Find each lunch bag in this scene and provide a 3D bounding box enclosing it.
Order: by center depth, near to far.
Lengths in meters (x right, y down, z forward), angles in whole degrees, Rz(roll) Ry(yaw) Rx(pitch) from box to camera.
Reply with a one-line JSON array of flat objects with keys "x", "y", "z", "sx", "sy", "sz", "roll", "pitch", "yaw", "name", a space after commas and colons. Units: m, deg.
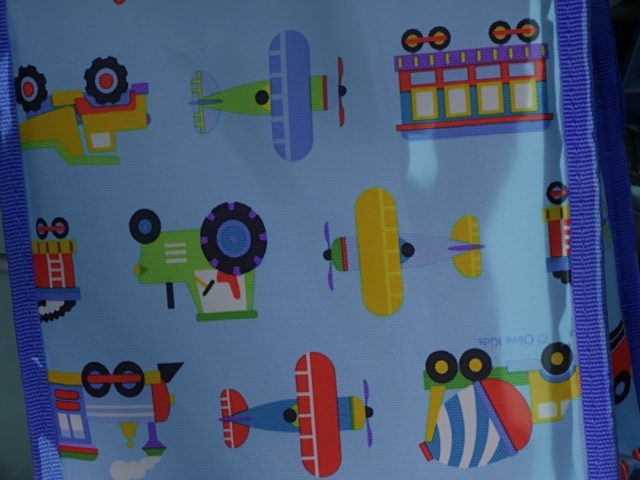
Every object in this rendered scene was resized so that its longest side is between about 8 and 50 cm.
[{"x": 0.000, "y": 0.000, "z": 0.708, "sx": 0.221, "sy": 0.138, "sz": 0.293, "roll": -3, "pitch": 110, "yaw": 15, "name": "lunch bag"}]

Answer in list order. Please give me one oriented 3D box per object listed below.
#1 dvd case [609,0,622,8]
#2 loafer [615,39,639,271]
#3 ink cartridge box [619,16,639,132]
[{"x": 0.141, "y": -0.160, "z": 0.821, "sx": 0.119, "sy": 0.013, "sz": 0.087, "roll": -32, "pitch": 101, "yaw": -1, "name": "dvd case"}, {"x": 0.061, "y": -0.044, "z": 0.797, "sx": 0.302, "sy": 0.109, "sz": 0.095, "roll": 23, "pitch": 127, "yaw": -7, "name": "loafer"}, {"x": 0.310, "y": -0.180, "z": 0.724, "sx": 0.270, "sy": 0.151, "sz": 0.395, "roll": 22, "pitch": 85, "yaw": -17, "name": "ink cartridge box"}]
